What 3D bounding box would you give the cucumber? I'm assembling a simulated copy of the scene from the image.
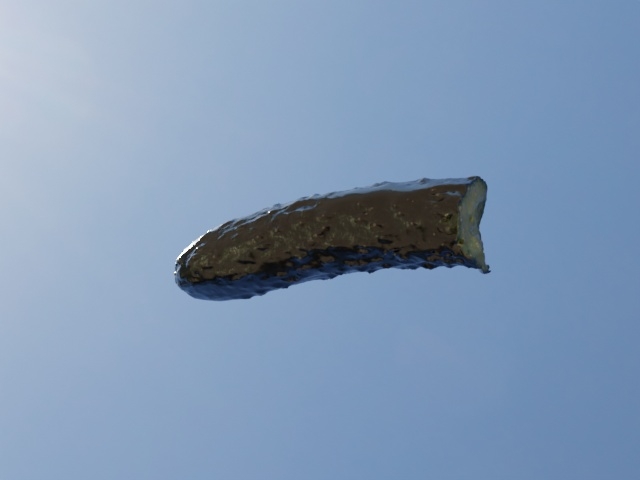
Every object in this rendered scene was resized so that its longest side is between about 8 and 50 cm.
[{"bbox_3d":[0.000,0.000,1.244,0.303,0.072,0.081,-6,-99,37],"label":"cucumber"}]
